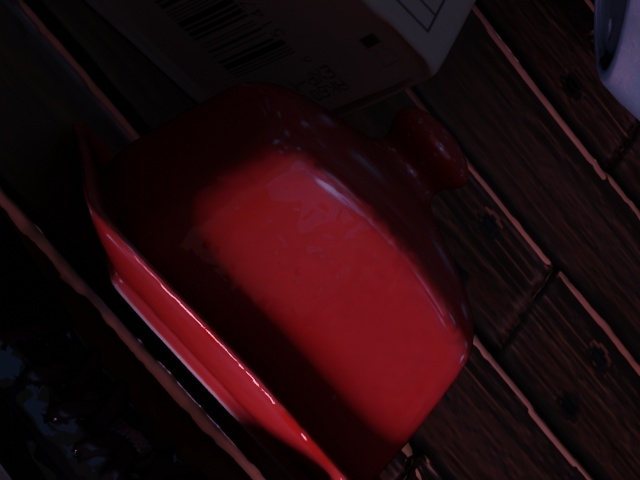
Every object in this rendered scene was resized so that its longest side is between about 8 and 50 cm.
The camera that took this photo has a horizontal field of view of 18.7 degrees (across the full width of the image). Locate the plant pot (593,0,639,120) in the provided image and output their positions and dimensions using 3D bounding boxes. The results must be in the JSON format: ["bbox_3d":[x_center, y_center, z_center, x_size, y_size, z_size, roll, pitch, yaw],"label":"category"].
[{"bbox_3d":[0.229,-0.128,0.870,0.195,0.290,0.290,5,71,1],"label":"plant pot"}]

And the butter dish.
[{"bbox_3d":[0.000,0.000,0.684,0.118,0.160,0.160,-40,107,3],"label":"butter dish"}]

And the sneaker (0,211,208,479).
[{"bbox_3d":[-0.060,0.074,0.644,0.079,0.121,0.217,-28,101,-62],"label":"sneaker"}]

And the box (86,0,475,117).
[{"bbox_3d":[0.022,-0.206,0.794,0.148,0.121,0.311,43,55,-21],"label":"box"}]
